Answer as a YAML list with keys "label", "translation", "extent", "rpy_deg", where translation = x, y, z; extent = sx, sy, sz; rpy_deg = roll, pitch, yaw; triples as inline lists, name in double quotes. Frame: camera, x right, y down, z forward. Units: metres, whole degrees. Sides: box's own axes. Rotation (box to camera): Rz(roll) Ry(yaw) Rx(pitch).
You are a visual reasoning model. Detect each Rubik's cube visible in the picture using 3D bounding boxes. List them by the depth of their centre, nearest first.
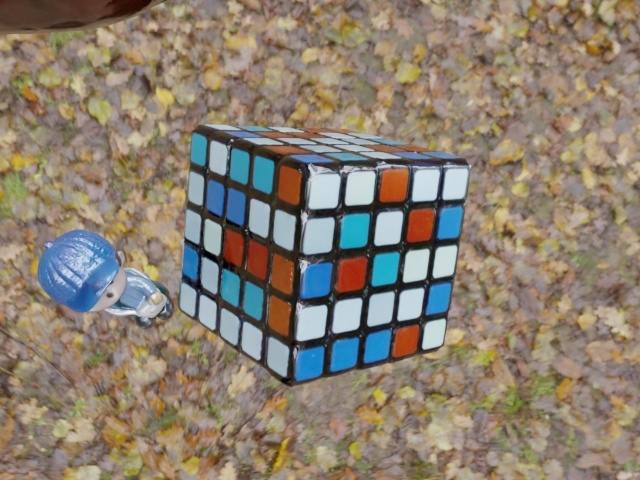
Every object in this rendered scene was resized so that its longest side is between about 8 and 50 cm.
- label: "Rubik's cube"
  translation: [0.000, 0.000, 0.683]
  extent: [0.184, 0.187, 0.182]
  rpy_deg: [-5, 109, -39]

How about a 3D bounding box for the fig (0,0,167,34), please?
- label: "fig"
  translation: [-0.132, -0.198, 0.299]
  extent: [0.234, 0.214, 0.235]
  rpy_deg: [-1, 97, -12]

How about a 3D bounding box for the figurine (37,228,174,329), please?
- label: "figurine"
  translation: [-0.205, 0.042, 0.755]
  extent: [0.086, 0.149, 0.087]
  rpy_deg: [-23, 63, 20]
